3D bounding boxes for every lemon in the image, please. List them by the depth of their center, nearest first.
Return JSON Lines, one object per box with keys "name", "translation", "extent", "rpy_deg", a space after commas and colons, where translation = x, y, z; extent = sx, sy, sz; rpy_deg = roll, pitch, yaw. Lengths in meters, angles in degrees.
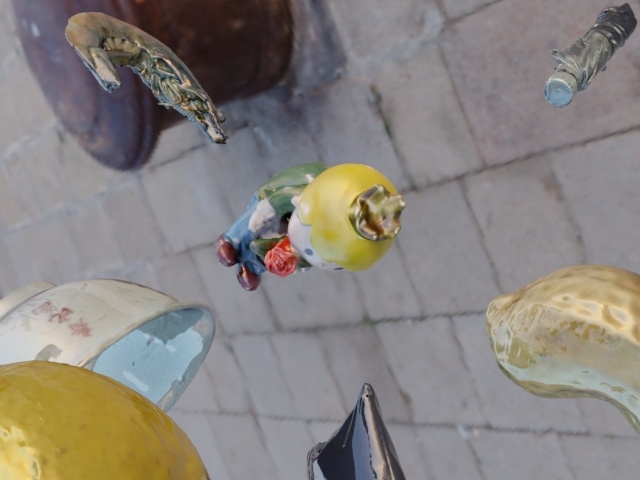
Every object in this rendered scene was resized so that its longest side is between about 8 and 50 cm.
{"name": "lemon", "translation": [-0.226, 0.230, 0.958], "extent": [0.297, 0.297, 0.297], "rpy_deg": [41, 144, 40]}

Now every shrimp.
{"name": "shrimp", "translation": [-0.189, -0.173, 1.316], "extent": [0.217, 0.150, 0.051], "rpy_deg": [43, 112, 19]}

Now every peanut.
{"name": "peanut", "translation": [0.207, 0.079, 0.786], "extent": [0.229, 0.098, 0.103], "rpy_deg": [25, 107, 26]}

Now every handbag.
{"name": "handbag", "translation": [0.050, 0.320, 1.423], "extent": [0.211, 0.089, 0.254], "rpy_deg": [123, 136, -53]}

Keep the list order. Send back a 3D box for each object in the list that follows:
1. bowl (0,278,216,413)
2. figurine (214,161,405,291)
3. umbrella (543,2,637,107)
{"name": "bowl", "translation": [-0.361, 0.184, 1.662], "extent": [0.196, 0.435, 0.434], "rpy_deg": [42, 146, 16]}
{"name": "figurine", "translation": [-0.010, -0.008, 1.334], "extent": [0.127, 0.185, 0.234], "rpy_deg": [61, 168, -27]}
{"name": "umbrella", "translation": [0.274, -0.191, 1.282], "extent": [0.050, 0.188, 0.046], "rpy_deg": [16, 131, 27]}
